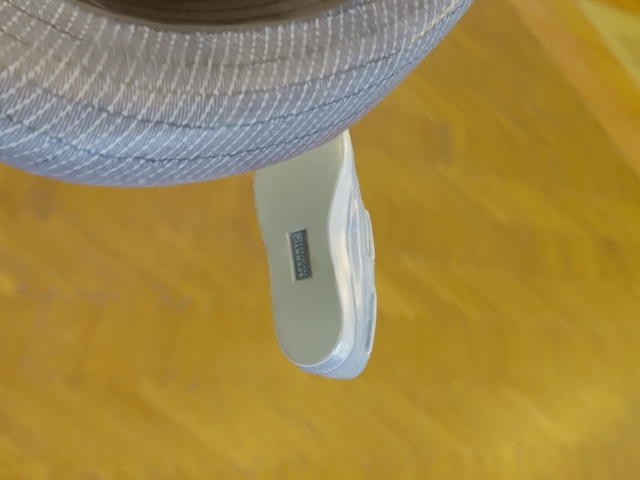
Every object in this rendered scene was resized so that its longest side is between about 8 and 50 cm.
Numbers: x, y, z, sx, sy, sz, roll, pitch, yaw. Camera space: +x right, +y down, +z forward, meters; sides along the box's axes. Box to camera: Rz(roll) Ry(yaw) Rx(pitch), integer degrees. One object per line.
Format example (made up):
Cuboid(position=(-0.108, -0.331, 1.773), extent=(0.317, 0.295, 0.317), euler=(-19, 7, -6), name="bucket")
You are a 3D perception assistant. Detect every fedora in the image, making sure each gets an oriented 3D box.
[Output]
Cuboid(position=(-0.061, -0.136, 0.395), extent=(0.275, 0.124, 0.243), euler=(-37, 115, -41), name="fedora")

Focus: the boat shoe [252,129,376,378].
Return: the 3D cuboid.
Cuboid(position=(0.001, 0.000, 1.380), extent=(0.081, 0.079, 0.227), euler=(37, 45, -58), name="boat shoe")
